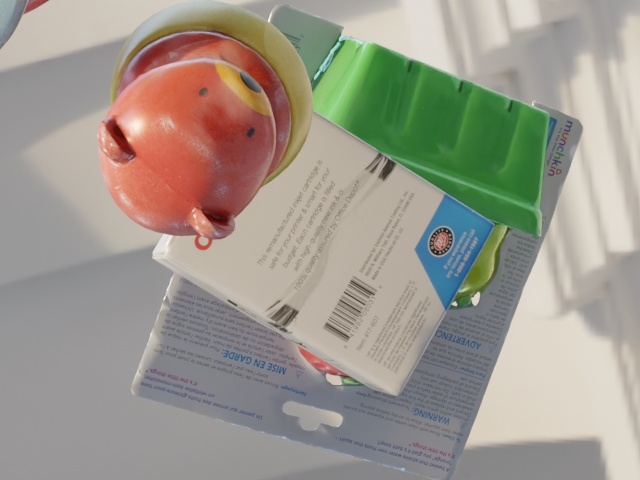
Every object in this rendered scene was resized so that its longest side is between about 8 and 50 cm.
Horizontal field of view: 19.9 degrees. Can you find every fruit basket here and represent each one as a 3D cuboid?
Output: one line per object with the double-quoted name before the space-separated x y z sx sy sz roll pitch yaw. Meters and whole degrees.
"fruit basket" 0.036 0.009 1.587 0.327 0.165 0.353 18 -79 -24

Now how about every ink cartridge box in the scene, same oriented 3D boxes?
"ink cartridge box" 0.000 0.000 1.343 0.203 0.086 0.148 32 -97 -9

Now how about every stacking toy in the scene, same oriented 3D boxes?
"stacking toy" -0.116 -0.163 0.975 0.309 0.279 0.130 30 -153 -5
